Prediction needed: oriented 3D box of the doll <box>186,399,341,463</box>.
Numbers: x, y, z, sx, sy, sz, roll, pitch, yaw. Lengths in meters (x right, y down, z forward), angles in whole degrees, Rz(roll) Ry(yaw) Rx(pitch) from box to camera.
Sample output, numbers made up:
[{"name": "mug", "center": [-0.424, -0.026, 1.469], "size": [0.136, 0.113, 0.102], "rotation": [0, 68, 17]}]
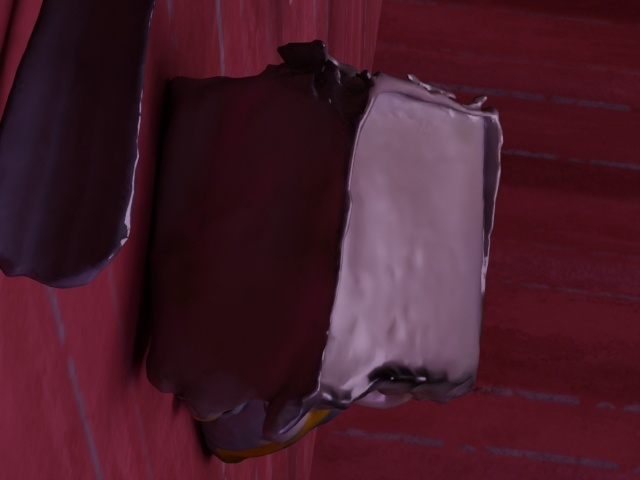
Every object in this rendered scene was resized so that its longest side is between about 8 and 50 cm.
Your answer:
[{"name": "doll", "center": [-0.030, 0.072, 1.246], "size": [0.316, 0.103, 0.145], "rotation": [60, 41, -74]}]

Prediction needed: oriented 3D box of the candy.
[{"name": "candy", "center": [0.000, 0.000, 0.994], "size": [0.185, 0.137, 0.195], "rotation": [5, 90, -58]}]

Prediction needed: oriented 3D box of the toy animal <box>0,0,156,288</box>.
[{"name": "toy animal", "center": [-0.047, -0.182, 0.653], "size": [0.206, 0.081, 0.367], "rotation": [87, 16, -49]}]
